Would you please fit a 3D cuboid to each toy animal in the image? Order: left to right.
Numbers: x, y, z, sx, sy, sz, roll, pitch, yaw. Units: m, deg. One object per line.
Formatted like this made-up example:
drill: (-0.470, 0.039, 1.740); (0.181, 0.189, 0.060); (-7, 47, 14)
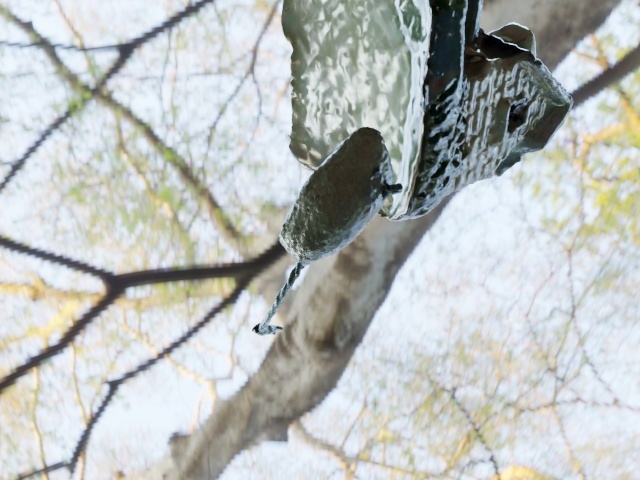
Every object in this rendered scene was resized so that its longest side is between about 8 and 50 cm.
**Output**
toy animal: (-0.005, 0.005, 1.346); (0.079, 0.253, 0.070); (12, -151, -34)

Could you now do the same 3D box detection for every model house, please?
model house: (0.128, -0.216, 1.492); (0.284, 0.298, 0.243); (-21, -143, -35)
